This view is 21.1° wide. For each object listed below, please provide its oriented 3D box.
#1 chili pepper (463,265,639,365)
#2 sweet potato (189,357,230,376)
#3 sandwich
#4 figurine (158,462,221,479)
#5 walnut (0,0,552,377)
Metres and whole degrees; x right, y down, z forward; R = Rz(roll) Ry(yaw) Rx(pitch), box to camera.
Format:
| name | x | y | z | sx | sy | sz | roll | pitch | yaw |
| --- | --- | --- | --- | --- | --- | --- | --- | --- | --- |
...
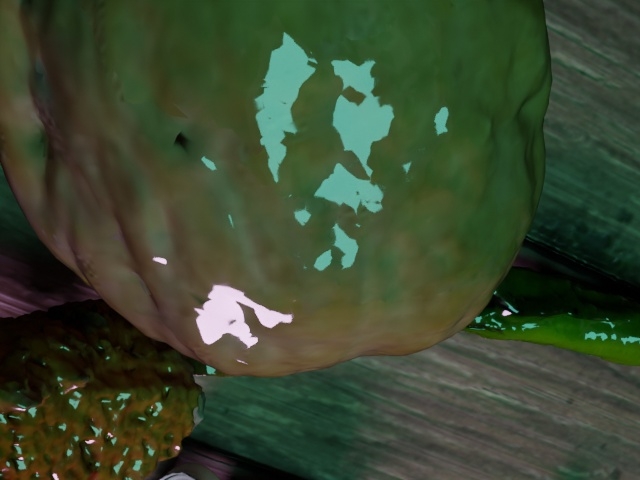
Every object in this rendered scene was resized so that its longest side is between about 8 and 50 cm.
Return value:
| name | x | y | z | sx | sy | sz | roll | pitch | yaw |
| --- | --- | --- | --- | --- | --- | --- | --- | --- | --- |
| chili pepper | 0.181 | 0.064 | 1.205 | 0.359 | 0.076 | 0.085 | 9 | 163 | -17 |
| sweet potato | 0.000 | 0.000 | 1.114 | 0.243 | 0.077 | 0.077 | -43 | 124 | 3 |
| sandwich | -0.210 | 0.120 | 1.024 | 0.301 | 0.162 | 0.250 | -6 | 167 | -19 |
| figurine | -0.041 | 0.229 | 1.240 | 0.153 | 0.132 | 0.132 | 8 | 122 | -36 |
| walnut | -0.024 | -0.108 | 0.885 | 0.306 | 0.306 | 0.344 | -15 | 126 | -4 |
